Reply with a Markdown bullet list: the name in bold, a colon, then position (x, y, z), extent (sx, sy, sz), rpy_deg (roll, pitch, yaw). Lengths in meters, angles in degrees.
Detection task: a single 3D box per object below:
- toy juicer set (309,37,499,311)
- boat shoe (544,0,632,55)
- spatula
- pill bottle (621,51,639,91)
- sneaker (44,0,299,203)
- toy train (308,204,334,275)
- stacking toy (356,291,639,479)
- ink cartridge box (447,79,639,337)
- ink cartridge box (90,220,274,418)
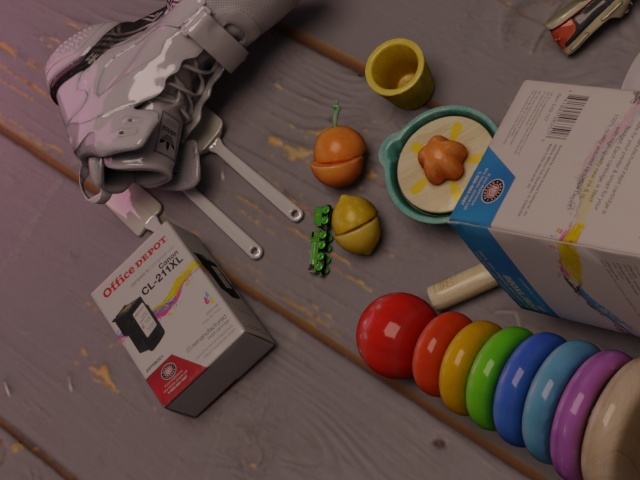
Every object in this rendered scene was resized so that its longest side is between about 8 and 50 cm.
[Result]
- **toy juicer set**: position (0.107, -0.051, 1.630), extent (0.209, 0.089, 0.329), rpy_deg (-43, 59, 4)
- **boat shoe**: position (0.305, -0.252, 1.644), extent (0.137, 0.049, 0.043), rpy_deg (-36, 102, 6)
- **spatula**: position (-0.137, -0.049, 1.785), extent (0.168, 0.019, 0.242), rpy_deg (-49, 58, 0)
- **pill bottle**: position (0.416, -0.109, 1.479), extent (0.246, 0.136, 0.136), rpy_deg (24, 82, 30)
- **sneaker**: position (-0.147, -0.185, 1.758), extent (0.366, 0.137, 0.210), rpy_deg (-26, 57, 20)
- **toy train**: position (0.000, 0.000, 1.703), extent (0.024, 0.017, 0.083), rpy_deg (-6, 68, 34)
- **stacking toy**: position (0.171, 0.131, 1.509), extent (0.330, 0.141, 0.141), rpy_deg (21, 80, 34)
- **ink cartridge box**: position (0.278, -0.024, 1.419), extent (0.233, 0.168, 0.171), rpy_deg (13, 65, 43)
- **ink cartridge box**: position (-0.154, 0.086, 1.702), extent (0.127, 0.072, 0.175), rpy_deg (-44, 60, 10)
